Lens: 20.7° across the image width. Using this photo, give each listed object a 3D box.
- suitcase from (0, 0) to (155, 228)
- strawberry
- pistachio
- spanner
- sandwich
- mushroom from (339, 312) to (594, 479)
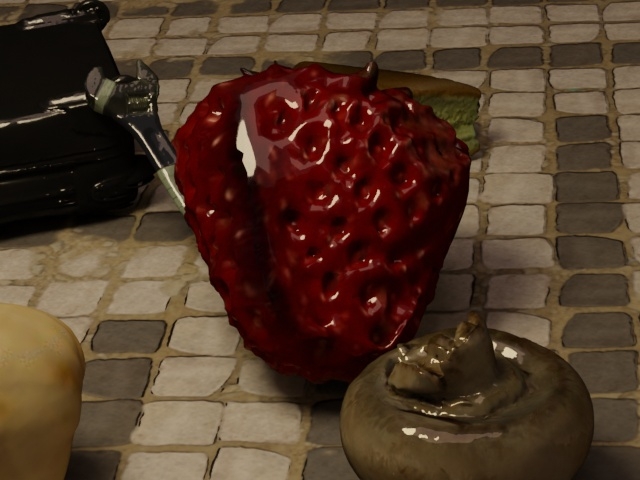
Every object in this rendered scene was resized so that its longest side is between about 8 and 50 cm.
[{"bbox_3d":[-0.396,-0.154,2.194,0.339,0.188,0.345,-9,30,-11],"label":"suitcase"},{"bbox_3d":[0.000,0.000,1.807,0.295,0.317,0.345,-29,46,42],"label":"strawberry"},{"bbox_3d":[-0.335,0.176,1.543,0.238,0.229,0.321,37,54,16],"label":"pistachio"},{"bbox_3d":[-0.164,-0.082,2.008,0.087,0.024,0.316,-28,72,-23],"label":"spanner"},{"bbox_3d":[0.075,-0.149,2.180,0.236,0.122,0.128,5,28,17],"label":"sandwich"},{"bbox_3d":[0.129,0.150,1.552,0.226,0.178,0.226,-3,18,1],"label":"mushroom"}]
